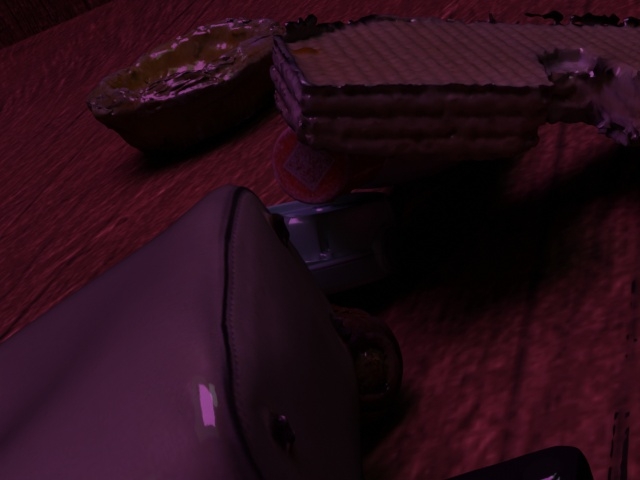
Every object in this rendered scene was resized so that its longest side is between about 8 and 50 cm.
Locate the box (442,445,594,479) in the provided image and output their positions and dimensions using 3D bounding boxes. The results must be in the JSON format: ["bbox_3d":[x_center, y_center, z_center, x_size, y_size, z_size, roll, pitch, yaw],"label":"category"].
[{"bbox_3d":[0.026,0.117,0.403,0.125,0.027,0.126,-20,20,19],"label":"box"}]

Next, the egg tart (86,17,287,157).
[{"bbox_3d":[-0.109,-0.135,1.154,0.197,0.078,0.197,-21,21,9],"label":"egg tart"}]

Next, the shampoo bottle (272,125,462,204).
[{"bbox_3d":[0.037,-0.059,0.715,0.108,0.051,0.221,-1,11,23],"label":"shampoo bottle"}]

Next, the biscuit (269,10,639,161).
[{"bbox_3d":[0.098,-0.075,0.618,0.249,0.046,0.147,0,21,-13],"label":"biscuit"}]

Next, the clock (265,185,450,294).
[{"bbox_3d":[0.000,0.000,0.681,0.135,0.041,0.101,-14,8,-28],"label":"clock"}]

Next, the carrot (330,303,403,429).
[{"bbox_3d":[-0.020,0.054,0.594,0.055,0.055,0.161,-35,16,-24],"label":"carrot"}]

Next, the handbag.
[{"bbox_3d":[-0.139,0.105,0.441,0.315,0.109,0.241,-23,21,9],"label":"handbag"}]
